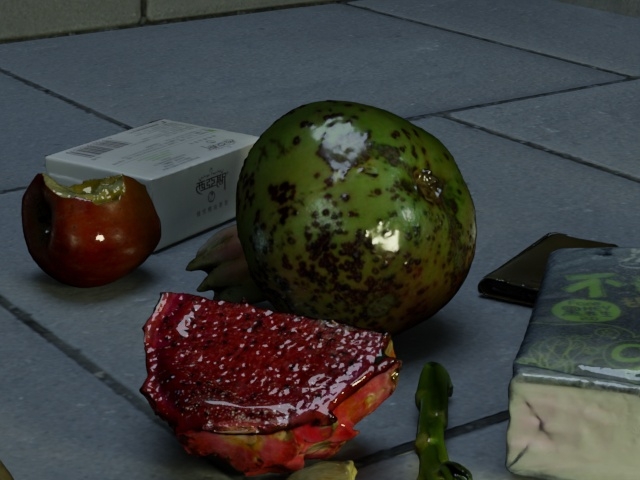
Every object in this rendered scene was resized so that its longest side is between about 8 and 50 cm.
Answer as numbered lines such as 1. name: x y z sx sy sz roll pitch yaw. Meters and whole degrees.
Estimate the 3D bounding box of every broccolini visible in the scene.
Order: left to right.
1. broccolini: 0.127 0.201 1.380 0.079 0.074 0.392 -39 11 15

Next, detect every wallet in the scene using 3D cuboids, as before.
1. wallet: 0.288 0.037 1.888 0.110 0.031 0.198 13 23 31

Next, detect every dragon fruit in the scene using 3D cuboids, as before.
1. dragon fruit: -0.044 0.143 1.421 0.261 0.163 0.189 6 -14 28

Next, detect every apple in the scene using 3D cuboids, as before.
1. apple: -0.277 -0.014 1.870 0.158 0.147 0.156 -2 -16 -37

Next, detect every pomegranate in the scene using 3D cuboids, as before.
1. pomegranate: 0.000 0.000 1.717 0.340 0.285 0.285 -24 3 35

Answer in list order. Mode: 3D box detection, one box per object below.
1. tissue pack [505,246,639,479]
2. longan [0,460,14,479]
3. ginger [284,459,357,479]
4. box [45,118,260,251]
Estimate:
1. tissue pack: 0.347 0.121 1.504 0.287 0.124 0.394 6 19 12
2. longan: -0.327 0.217 1.092 0.215 0.246 0.246 -27 30 -30
3. ginger: -0.037 0.259 1.108 0.189 0.126 0.354 -2 13 28
4. box: -0.225 -0.083 2.112 0.194 0.111 0.260 14 21 33
